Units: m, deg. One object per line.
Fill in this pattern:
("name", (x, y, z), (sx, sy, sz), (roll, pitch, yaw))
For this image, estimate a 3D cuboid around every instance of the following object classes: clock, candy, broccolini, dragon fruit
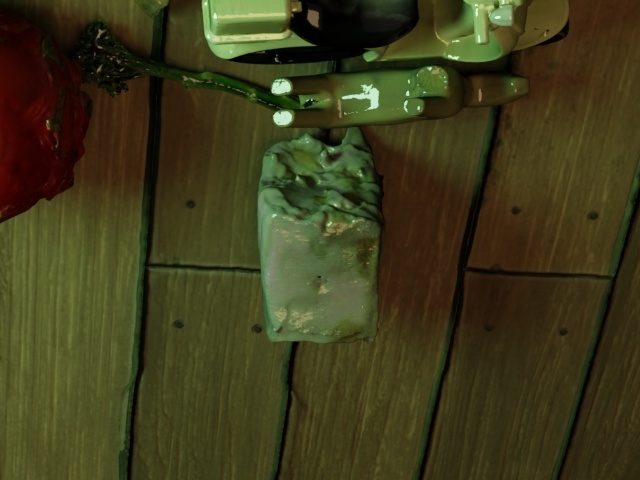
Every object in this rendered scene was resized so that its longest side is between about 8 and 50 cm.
("clock", (0.075, -0.229, 1.374), (0.379, 0.276, 0.120), (-5, 88, -3))
("candy", (0.000, 0.000, 1.550), (0.137, 0.184, 0.195), (1, 125, -1))
("broccolini", (-0.143, -0.168, 1.502), (0.254, 0.057, 0.071), (16, 160, -12))
("dragon fruit", (-0.355, -0.129, 1.404), (0.241, 0.241, 0.252), (-42, 104, 17))

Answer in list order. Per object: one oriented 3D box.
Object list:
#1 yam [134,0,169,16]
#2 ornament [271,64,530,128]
("yam", (-0.230, -0.323, 1.402), (0.057, 0.056, 0.241), (-35, 120, 14))
("ornament", (0.096, -0.154, 1.480), (0.230, 0.245, 0.061), (-3, 96, 22))
